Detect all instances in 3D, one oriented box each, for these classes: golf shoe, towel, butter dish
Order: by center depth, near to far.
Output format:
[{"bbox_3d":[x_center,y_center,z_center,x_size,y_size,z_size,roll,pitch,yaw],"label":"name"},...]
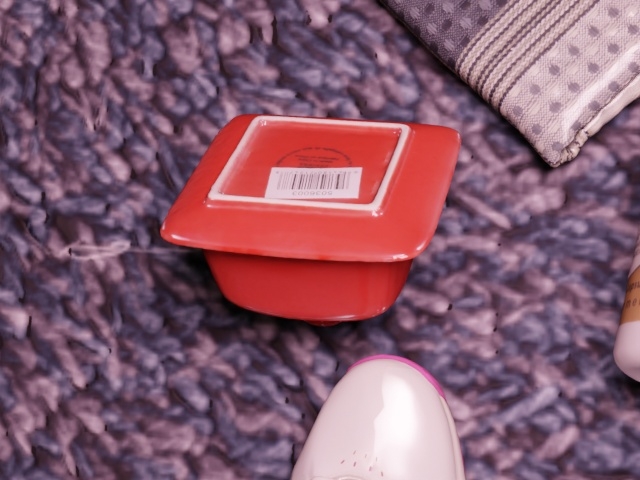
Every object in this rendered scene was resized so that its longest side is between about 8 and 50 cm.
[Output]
[{"bbox_3d":[0.010,0.209,0.766,0.115,0.140,0.306,9,77,17],"label":"golf shoe"},{"bbox_3d":[0.000,0.000,0.840,0.160,0.118,0.160,5,33,13],"label":"butter dish"},{"bbox_3d":[0.170,-0.257,0.901,0.324,0.056,0.312,-43,68,2],"label":"towel"}]

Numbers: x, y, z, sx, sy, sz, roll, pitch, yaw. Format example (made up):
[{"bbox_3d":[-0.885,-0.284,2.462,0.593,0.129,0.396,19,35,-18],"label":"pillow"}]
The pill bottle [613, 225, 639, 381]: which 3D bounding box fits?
[{"bbox_3d":[0.253,-0.024,0.772,0.131,0.131,0.229,12,79,16],"label":"pill bottle"}]
